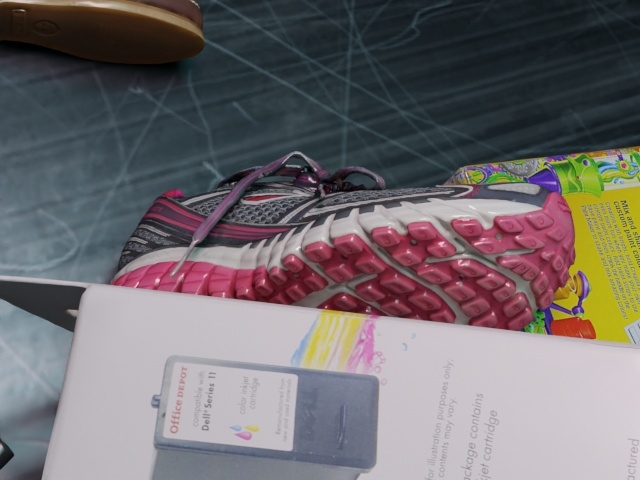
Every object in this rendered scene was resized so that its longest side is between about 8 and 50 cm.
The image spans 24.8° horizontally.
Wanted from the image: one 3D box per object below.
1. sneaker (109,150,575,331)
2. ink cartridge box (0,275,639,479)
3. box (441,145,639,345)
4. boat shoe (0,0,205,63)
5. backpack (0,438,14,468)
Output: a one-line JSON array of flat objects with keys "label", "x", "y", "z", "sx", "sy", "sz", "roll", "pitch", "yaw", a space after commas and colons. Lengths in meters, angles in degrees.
[{"label": "sneaker", "x": 0.000, "y": 0.000, "z": 0.831, "sx": 0.121, "sy": 0.299, "sz": 0.112, "roll": 51, "pitch": 43, "yaw": -42}, {"label": "ink cartridge box", "x": 0.007, "y": 0.108, "z": 0.713, "sx": 0.354, "sy": 0.207, "sz": 0.119, "roll": 6, "pitch": 77, "yaw": 20}, {"label": "box", "x": 0.213, "y": 0.104, "z": 0.926, "sx": 0.279, "sy": 0.177, "sz": 0.290, "roll": -7, "pitch": 69, "yaw": -26}, {"label": "boat shoe", "x": -0.176, "y": -0.165, "z": 0.948, "sx": 0.207, "sy": 0.073, "sz": 0.073, "roll": 7, "pitch": 66, "yaw": -21}, {"label": "backpack", "x": -0.232, "y": 0.143, "z": 0.671, "sx": 0.152, "sy": 0.182, "sz": 0.115, "roll": 19, "pitch": 27, "yaw": 26}]
